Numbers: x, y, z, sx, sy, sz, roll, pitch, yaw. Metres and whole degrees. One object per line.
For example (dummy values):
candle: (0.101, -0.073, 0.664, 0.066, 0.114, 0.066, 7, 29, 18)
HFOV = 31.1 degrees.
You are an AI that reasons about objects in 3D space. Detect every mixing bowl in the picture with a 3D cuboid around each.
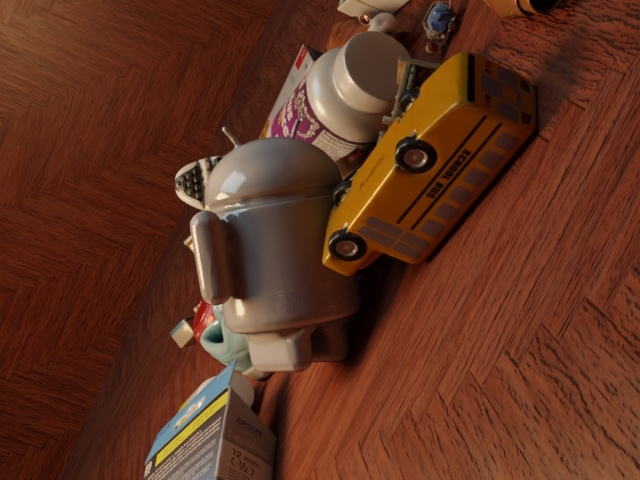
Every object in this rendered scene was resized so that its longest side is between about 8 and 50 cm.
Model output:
mixing bowl: (-0.196, 0.158, 2.307, 0.181, 0.098, 0.181, -60, 15, 28)

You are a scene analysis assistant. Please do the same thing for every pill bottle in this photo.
pill bottle: (0.034, -0.213, 1.890, 0.301, 0.169, 0.169, -45, 26, 57)
pill bottle: (-0.183, 0.300, 2.027, 0.184, 0.103, 0.103, -47, 24, 53)

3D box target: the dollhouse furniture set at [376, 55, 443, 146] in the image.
dollhouse furniture set: (0.139, -0.131, 1.612, 0.161, 0.101, 0.182, 87, -163, -62)

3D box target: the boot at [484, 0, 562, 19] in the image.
boot: (0.278, -0.411, 1.418, 0.220, 0.109, 0.284, -116, 48, -73)

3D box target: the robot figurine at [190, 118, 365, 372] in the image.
robot figurine: (-0.053, 0.006, 1.635, 0.199, 0.300, 0.354, -9, 91, 46)

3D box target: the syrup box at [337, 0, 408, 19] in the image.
syrup box: (0.121, -0.488, 2.142, 0.237, 0.096, 0.093, 159, 130, -70)

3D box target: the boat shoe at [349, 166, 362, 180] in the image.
boat shoe: (0.056, -0.065, 1.771, 0.059, 0.063, 0.170, -44, -2, -18)

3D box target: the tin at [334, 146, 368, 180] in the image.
tin: (0.013, -0.084, 1.846, 0.106, 0.040, 0.190, -30, -10, -42)

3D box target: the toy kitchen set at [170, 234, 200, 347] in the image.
toy kitchen set: (-0.256, 0.096, 2.473, 0.207, 0.166, 0.122, -46, -14, 20)

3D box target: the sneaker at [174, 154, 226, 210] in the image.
sneaker: (-0.114, -0.083, 2.038, 0.118, 0.292, 0.110, 126, 143, -67)

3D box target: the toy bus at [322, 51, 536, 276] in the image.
toy bus: (0.123, -0.080, 1.436, 0.333, 0.130, 0.108, -54, 20, 42)

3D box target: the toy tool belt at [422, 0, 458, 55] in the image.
toy tool belt: (0.184, -0.330, 1.764, 0.051, 0.052, 0.083, 128, 160, -71)

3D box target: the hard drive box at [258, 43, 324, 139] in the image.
hard drive box: (-0.038, -0.275, 2.412, 0.232, 0.089, 0.181, -63, 15, 14)

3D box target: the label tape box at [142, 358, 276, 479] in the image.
label tape box: (-0.184, 0.391, 1.796, 0.249, 0.115, 0.348, -44, 22, 29)

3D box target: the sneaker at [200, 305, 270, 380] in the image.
sneaker: (-0.100, 0.119, 1.906, 0.366, 0.150, 0.135, -52, 21, 46)

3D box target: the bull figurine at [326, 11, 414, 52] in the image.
bull figurine: (0.070, -0.324, 2.069, 0.310, 0.101, 0.188, -123, 55, -73)
